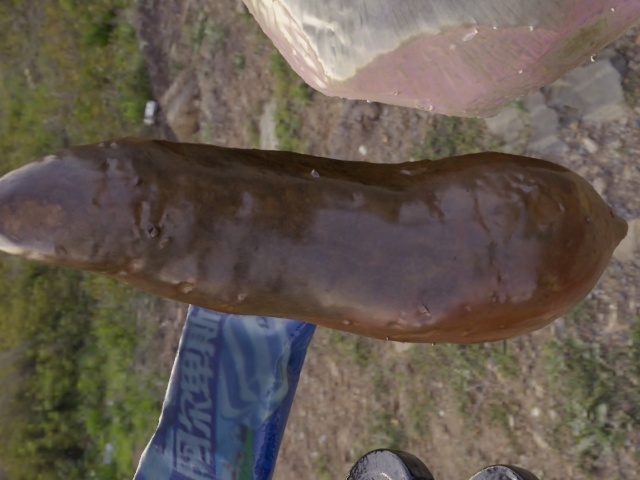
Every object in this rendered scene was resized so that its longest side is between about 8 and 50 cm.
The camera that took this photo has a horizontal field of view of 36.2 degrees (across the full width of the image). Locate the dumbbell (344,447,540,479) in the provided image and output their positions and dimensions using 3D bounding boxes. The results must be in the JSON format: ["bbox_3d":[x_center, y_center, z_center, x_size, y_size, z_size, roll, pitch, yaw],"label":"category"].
[{"bbox_3d":[0.122,0.282,0.952,0.143,0.325,0.143,-34,49,51],"label":"dumbbell"}]

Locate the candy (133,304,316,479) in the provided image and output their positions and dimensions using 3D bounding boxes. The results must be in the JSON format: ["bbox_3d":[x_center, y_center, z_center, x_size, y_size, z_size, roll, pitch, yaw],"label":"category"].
[{"bbox_3d":[-0.106,0.181,1.062,0.187,0.077,0.331,9,77,32],"label":"candy"}]

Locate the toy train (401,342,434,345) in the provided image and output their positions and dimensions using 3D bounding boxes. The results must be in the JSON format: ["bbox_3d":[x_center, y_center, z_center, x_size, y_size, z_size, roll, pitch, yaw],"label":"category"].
[{"bbox_3d":[0.082,0.106,1.377,0.081,0.202,0.060,-5,73,52],"label":"toy train"}]

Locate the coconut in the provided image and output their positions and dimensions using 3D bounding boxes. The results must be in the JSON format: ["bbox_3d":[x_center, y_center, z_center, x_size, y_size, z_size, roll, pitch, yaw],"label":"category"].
[{"bbox_3d":[0.094,-0.292,0.780,0.404,0.404,0.405,-8,79,47],"label":"coconut"}]

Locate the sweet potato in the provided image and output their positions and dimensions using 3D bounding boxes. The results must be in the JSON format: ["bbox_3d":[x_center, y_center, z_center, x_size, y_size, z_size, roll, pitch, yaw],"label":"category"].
[{"bbox_3d":[-0.001,0.001,0.445,0.097,0.291,0.097,-178,90,-75],"label":"sweet potato"}]
